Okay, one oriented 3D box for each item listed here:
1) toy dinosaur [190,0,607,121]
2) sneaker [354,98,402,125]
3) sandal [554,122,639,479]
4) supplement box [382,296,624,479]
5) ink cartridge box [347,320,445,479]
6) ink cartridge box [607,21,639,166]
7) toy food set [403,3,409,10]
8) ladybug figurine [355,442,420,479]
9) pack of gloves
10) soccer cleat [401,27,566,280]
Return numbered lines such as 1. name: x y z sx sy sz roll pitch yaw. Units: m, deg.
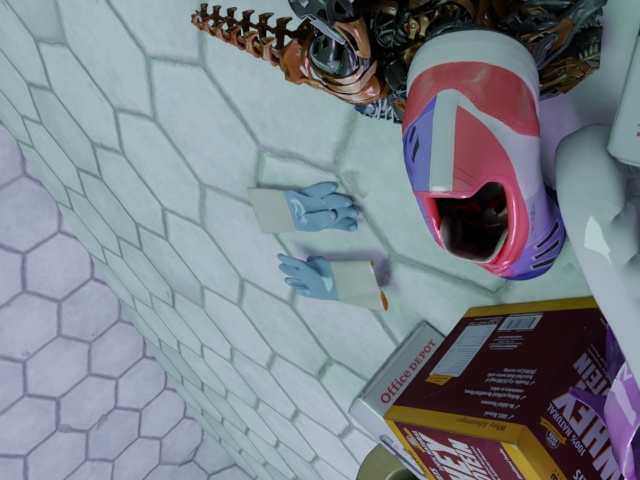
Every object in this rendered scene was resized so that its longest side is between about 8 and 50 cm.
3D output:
1. toy dinosaur: 0.037 -0.172 0.410 0.322 0.164 0.218 -8 138 11
2. sneaker: 0.064 -0.138 0.535 0.135 0.058 0.052 41 150 12
3. sandal: 0.264 0.105 0.452 0.102 0.169 0.416 -14 102 42
4. supplement box: 0.211 0.176 0.573 0.129 0.194 0.191 54 150 -10
5. ink cartridge box: 0.170 0.245 0.744 0.218 0.158 0.092 40 150 14
6. ink cartridge box: 0.255 -0.127 0.267 0.153 0.087 0.208 27 143 33
7. toy food set: 0.040 -0.253 0.468 0.122 0.019 0.078 55 150 -13
8. ladybug figurine: 0.225 0.469 0.866 0.162 0.305 0.449 14 171 -34
9. pack of gloves: 0.000 0.000 0.819 0.232 0.046 0.195 3 117 48
10. soccer cleat: 0.134 -0.017 0.433 0.108 0.116 0.318 5 157 28
